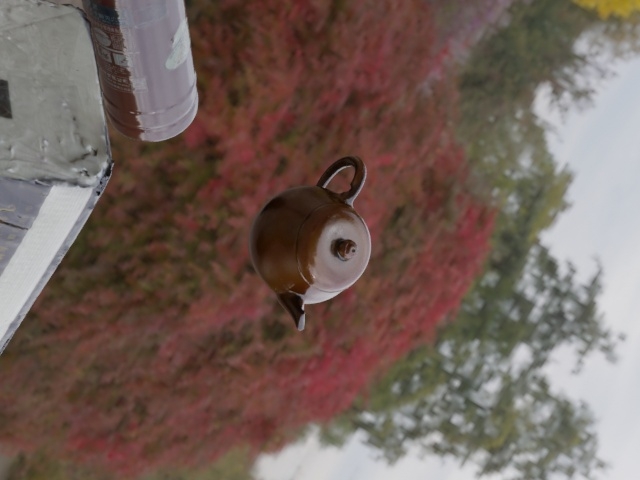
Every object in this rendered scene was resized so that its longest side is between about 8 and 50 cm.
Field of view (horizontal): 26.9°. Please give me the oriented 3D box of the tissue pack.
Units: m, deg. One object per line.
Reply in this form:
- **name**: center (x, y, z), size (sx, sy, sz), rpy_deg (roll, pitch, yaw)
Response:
- **tissue pack**: center (-0.327, -0.034, 1.164), size (0.370, 0.198, 0.210), rpy_deg (-48, -139, 44)

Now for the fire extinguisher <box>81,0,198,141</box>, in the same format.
- **fire extinguisher**: center (-0.172, -0.228, 1.299), size (0.102, 0.138, 0.344), rpy_deg (-33, 152, -20)

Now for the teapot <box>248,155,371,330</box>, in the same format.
- **teapot**: center (0.000, 0.000, 1.224), size (0.116, 0.116, 0.173), rpy_deg (114, -1, -78)
